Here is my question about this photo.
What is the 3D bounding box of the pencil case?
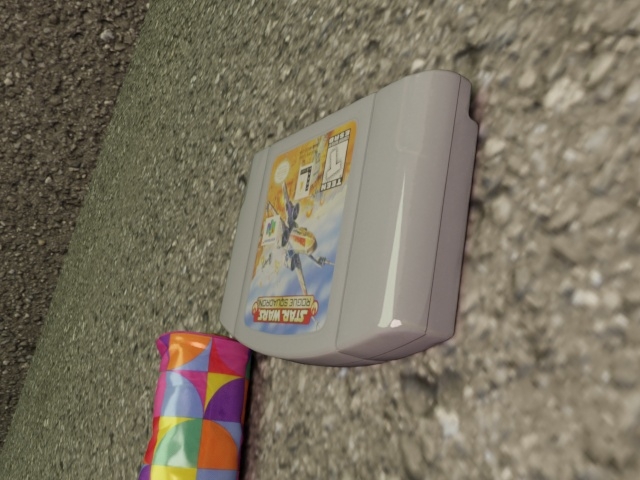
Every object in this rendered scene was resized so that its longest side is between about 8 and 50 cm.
[{"bbox_3d":[-0.121,0.204,0.571,0.104,0.104,0.237,-25,54,55],"label":"pencil case"}]

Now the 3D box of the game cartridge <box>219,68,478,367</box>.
[{"bbox_3d":[0.000,0.000,0.501,0.297,0.062,0.198,-11,63,59],"label":"game cartridge"}]
